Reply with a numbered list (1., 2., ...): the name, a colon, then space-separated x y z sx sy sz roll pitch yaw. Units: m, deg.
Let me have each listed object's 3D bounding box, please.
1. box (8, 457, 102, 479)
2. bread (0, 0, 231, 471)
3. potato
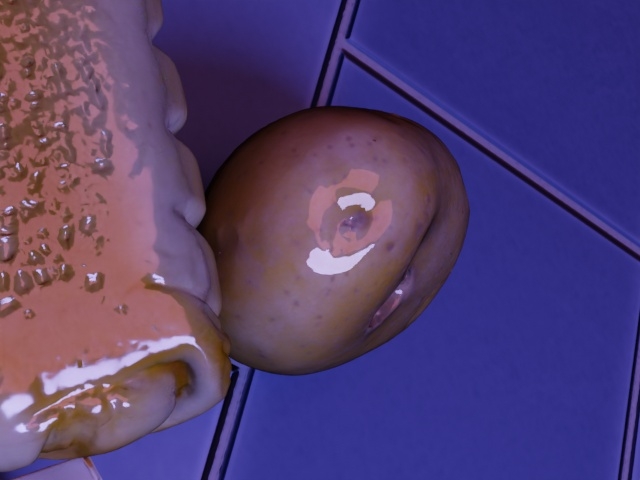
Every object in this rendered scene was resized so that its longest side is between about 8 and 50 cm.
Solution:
1. box: -0.165 0.224 0.497 0.274 0.091 0.221 -14 54 -34
2. bread: -0.145 -0.051 0.592 0.173 0.121 0.311 -7 81 -25
3. potato: 0.000 0.000 0.707 0.234 0.146 0.150 18 82 -74
